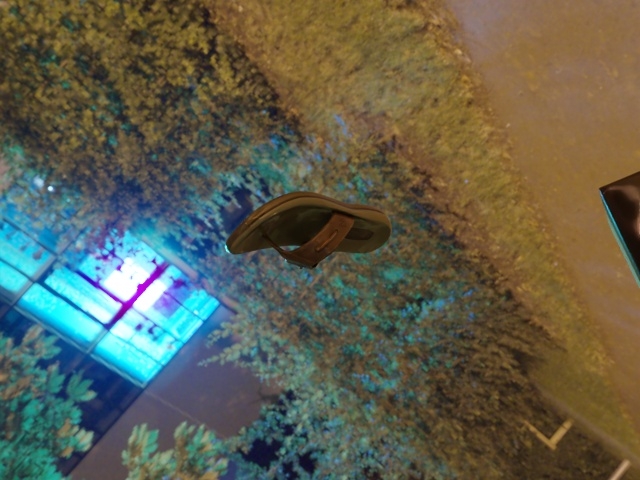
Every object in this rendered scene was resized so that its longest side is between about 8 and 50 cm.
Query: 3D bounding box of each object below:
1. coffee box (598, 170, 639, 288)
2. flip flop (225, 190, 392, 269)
[{"bbox_3d":[0.327,0.075,0.390,0.119,0.168,0.297,26,-136,-56],"label":"coffee box"},{"bbox_3d":[0.000,0.000,0.835,0.277,0.112,0.080,5,-128,-41],"label":"flip flop"}]
